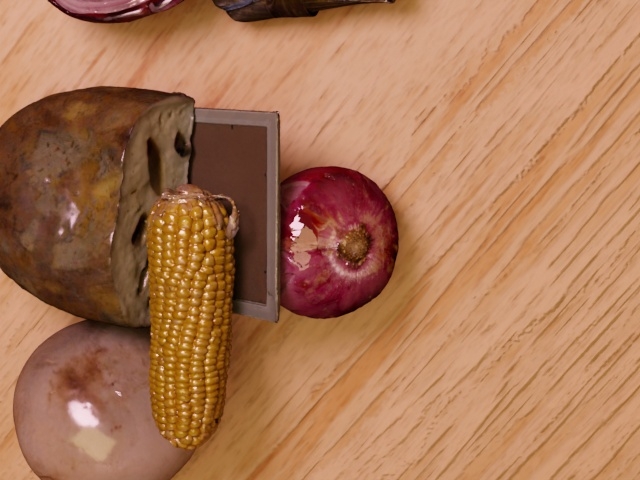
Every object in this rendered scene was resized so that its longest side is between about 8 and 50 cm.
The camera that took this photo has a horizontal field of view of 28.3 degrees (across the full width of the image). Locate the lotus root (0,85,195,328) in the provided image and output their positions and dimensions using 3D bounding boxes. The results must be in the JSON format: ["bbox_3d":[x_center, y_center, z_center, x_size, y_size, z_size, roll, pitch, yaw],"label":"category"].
[{"bbox_3d":[-0.293,-0.053,1.445,0.260,0.149,0.267,13,101,28],"label":"lotus root"}]

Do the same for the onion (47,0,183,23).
[{"bbox_3d":[-0.182,-0.351,1.427,0.283,0.120,0.227,-2,86,19],"label":"onion"}]

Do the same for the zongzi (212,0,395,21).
[{"bbox_3d":[-0.035,-0.356,1.385,0.220,0.112,0.242,-10,129,12],"label":"zongzi"}]

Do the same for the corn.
[{"bbox_3d":[-0.140,0.084,1.388,0.106,0.106,0.293,3,104,7],"label":"corn"}]

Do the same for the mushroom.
[{"bbox_3d":[-0.252,0.203,1.507,0.226,0.178,0.227,6,67,-15],"label":"mushroom"}]

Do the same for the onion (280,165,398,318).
[{"bbox_3d":[0.006,0.001,1.447,0.177,0.153,0.177,-6,117,-12],"label":"onion"}]

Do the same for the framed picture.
[{"bbox_3d":[-0.147,-0.040,1.452,0.293,0.018,0.231,9,102,42],"label":"framed picture"}]
